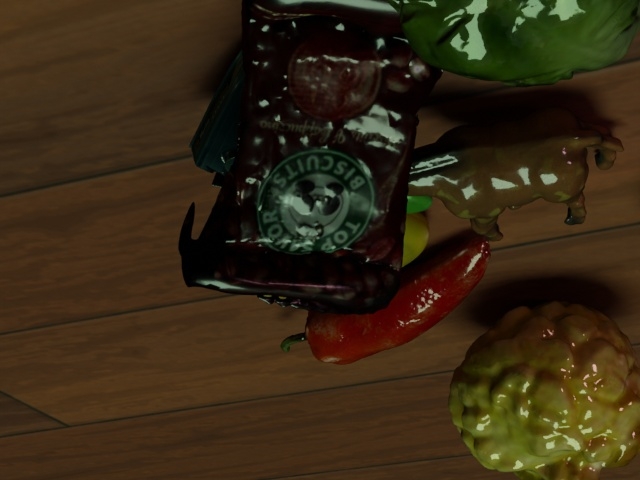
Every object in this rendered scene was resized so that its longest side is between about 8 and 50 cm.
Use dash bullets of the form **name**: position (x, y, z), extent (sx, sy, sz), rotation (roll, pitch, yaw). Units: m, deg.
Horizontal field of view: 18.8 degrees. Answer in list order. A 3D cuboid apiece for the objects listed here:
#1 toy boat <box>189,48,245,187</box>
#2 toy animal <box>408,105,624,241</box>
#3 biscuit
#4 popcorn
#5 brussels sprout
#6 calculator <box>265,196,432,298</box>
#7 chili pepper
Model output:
- **toy boat**: position (-0.038, -0.096, 1.262), extent (0.055, 0.060, 0.141), rotation (14, 138, -18)
- **toy animal**: position (0.080, -0.043, 1.318), extent (0.224, 0.066, 0.229), rotation (-18, 160, 24)
- **biscuit**: position (0.003, -0.064, 1.205), extent (0.151, 0.235, 0.063), rotation (9, -160, -14)
- **popcorn**: position (0.193, 0.135, 1.631), extent (0.180, 0.180, 0.170), rotation (-15, 147, 33)
- **brussels sprout**: position (0.117, -0.146, 1.092), extent (0.181, 0.100, 0.139), rotation (29, 127, -28)
- **calculator**: position (0.000, 0.000, 1.504), extent (0.146, 0.032, 0.235), rotation (15, 155, -27)
- **chili pepper**: position (0.055, 0.057, 1.604), extent (0.071, 0.063, 0.272), rotation (6, 157, -42)
